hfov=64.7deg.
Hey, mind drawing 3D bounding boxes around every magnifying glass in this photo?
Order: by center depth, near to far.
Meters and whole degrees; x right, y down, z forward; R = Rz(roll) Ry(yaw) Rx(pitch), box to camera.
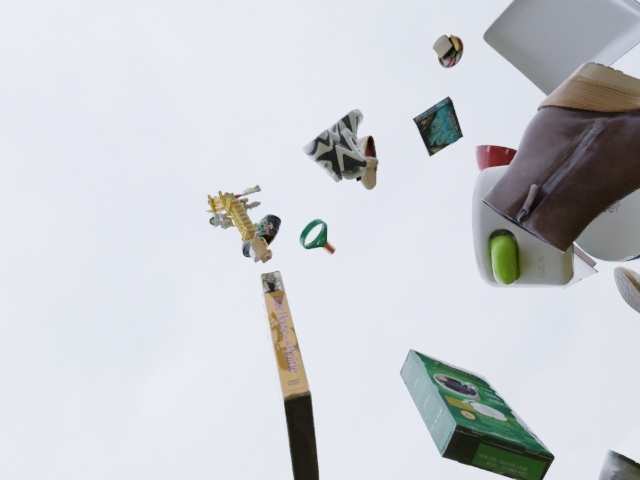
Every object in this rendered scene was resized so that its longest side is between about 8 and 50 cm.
[{"bbox_3d":[0.000,0.000,1.427,0.092,0.026,0.231,-50,-25,-1],"label":"magnifying glass"}]

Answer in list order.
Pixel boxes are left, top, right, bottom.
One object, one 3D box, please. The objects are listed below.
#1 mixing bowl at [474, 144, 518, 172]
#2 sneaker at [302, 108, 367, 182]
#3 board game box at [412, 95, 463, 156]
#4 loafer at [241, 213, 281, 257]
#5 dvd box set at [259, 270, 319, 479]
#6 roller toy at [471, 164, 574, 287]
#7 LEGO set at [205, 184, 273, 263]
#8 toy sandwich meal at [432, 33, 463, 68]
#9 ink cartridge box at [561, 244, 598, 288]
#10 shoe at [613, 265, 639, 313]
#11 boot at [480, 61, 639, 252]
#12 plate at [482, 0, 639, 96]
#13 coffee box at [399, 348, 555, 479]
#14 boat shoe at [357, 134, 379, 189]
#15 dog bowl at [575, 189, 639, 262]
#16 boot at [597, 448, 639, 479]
[{"bbox_3d":[0.672,-0.295,1.932,0.181,0.181,0.098,13,-90,-39],"label":"mixing bowl"},{"bbox_3d":[0.070,-0.227,1.273,0.153,0.094,0.235,54,-140,-10],"label":"sneaker"},{"bbox_3d":[0.365,-0.347,1.559,0.126,0.026,0.186,-31,-34,10],"label":"board game box"},{"bbox_3d":[-0.160,0.001,1.306,0.062,0.061,0.170,22,-44,-21],"label":"loafer"},{"bbox_3d":[-0.078,0.313,1.203,0.062,0.420,0.308,-9,-57,-9],"label":"dvd box set"},{"bbox_3d":[0.324,-0.025,0.782,0.191,0.146,0.210,27,-116,-59],"label":"roller toy"},{"bbox_3d":[-0.166,-0.060,1.162,0.107,0.287,0.132,-20,-60,-29],"label":"LEGO set"},{"bbox_3d":[0.313,-0.466,1.238,0.029,0.085,0.086,-2,-71,-39],"label":"toy sandwich meal"},{"bbox_3d":[0.501,-0.024,1.177,0.066,0.296,0.261,-45,-16,-3],"label":"ink cartridge box"},{"bbox_3d":[0.787,0.140,1.211,0.058,0.219,0.077,-13,-50,-1],"label":"shoe"},{"bbox_3d":[0.327,-0.069,0.547,0.090,0.248,0.207,26,-81,-51],"label":"boot"},{"bbox_3d":[0.574,-0.499,1.187,0.278,0.277,0.045,40,-127,-2],"label":"plate"},{"bbox_3d":[0.164,0.190,0.568,0.113,0.184,0.041,20,-81,-8],"label":"coffee box"},{"bbox_3d":[0.146,-0.238,1.521,0.063,0.059,0.170,0,-104,-39],"label":"boat shoe"},{"bbox_3d":[0.687,-0.085,1.144,0.104,0.265,0.265,-7,-68,-20],"label":"dog bowl"},{"bbox_3d":[0.592,0.539,1.028,0.161,0.083,0.247,-50,-40,-22],"label":"boot"}]
